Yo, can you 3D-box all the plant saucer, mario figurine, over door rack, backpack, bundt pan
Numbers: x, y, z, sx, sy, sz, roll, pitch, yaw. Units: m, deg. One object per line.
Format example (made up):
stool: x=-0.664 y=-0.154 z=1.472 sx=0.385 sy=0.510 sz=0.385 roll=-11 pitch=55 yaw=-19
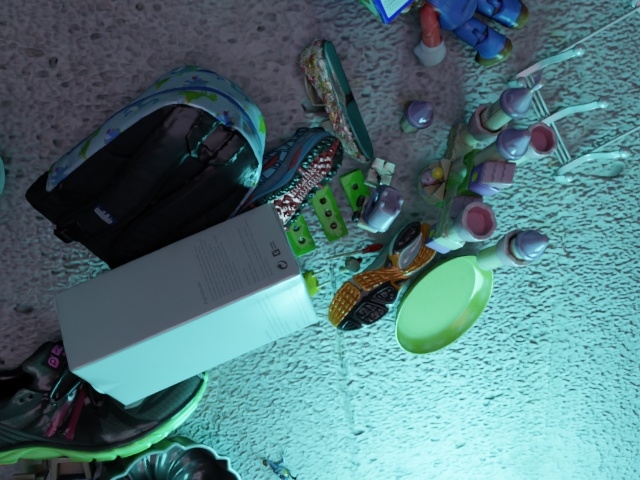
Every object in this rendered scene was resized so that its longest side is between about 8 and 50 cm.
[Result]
plant saucer: x=0.240 y=0.123 z=1.297 sx=0.241 sy=0.037 sz=0.241 roll=-18 pitch=130 yaw=-22
mario figurine: x=0.204 y=-0.444 z=1.160 sx=0.320 sy=0.170 sz=0.198 roll=23 pitch=64 yaw=-24
over door rack: x=0.552 y=-0.290 z=1.238 sx=0.324 sy=0.108 sz=0.239 roll=-32 pitch=108 yaw=1
backpack: x=-0.254 y=-0.123 z=1.087 sx=0.290 sy=0.273 sz=0.355 roll=40 pitch=131 yaw=-22
bundt pan: x=-0.322 y=0.532 z=1.280 sx=0.331 sy=0.124 sz=0.331 roll=-7 pitch=102 yaw=-34

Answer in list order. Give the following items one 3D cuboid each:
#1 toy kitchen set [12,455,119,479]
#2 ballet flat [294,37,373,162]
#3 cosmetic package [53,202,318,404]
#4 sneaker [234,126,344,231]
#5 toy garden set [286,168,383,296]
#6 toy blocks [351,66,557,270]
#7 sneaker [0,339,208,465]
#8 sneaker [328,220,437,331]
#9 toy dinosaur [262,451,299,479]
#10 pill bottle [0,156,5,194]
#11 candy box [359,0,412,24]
toy kitchen set: x=-0.482 y=0.492 z=1.263 sx=0.207 sy=0.166 sz=0.122 roll=-1 pitch=105 yaw=-8
ballet flat: x=0.025 y=-0.249 z=1.195 sx=0.077 sy=0.091 sz=0.241 roll=-15 pitch=105 yaw=28
cosmetic package: x=-0.215 y=0.115 z=1.103 sx=0.385 sy=0.156 sz=0.217 roll=-21 pitch=151 yaw=-5
sneaker: x=-0.076 y=-0.103 z=1.193 sx=0.262 sy=0.125 sz=0.104 roll=-43 pitch=133 yaw=-1
toy garden set: x=0.000 y=0.000 z=1.267 sx=0.244 sy=0.049 sz=0.204 roll=-24 pitch=105 yaw=-2
toy blocks: x=0.265 y=-0.126 z=1.113 sx=0.309 sy=0.260 sz=0.288 roll=20 pitch=73 yaw=-12
sneaker: x=-0.452 y=0.286 z=1.205 sx=0.483 sy=0.185 sz=0.202 roll=-7 pitch=110 yaw=-8
sneaker: x=0.122 y=0.076 z=1.260 sx=0.262 sy=0.121 sz=0.099 roll=-42 pitch=86 yaw=-2
toy dinosaur: x=-0.089 y=0.498 z=1.391 sx=0.082 sy=0.047 sz=0.090 roll=20 pitch=113 yaw=5
pill bottle: x=-0.624 y=-0.075 z=0.987 sx=0.204 sy=0.361 sz=0.204 roll=-2 pitch=105 yaw=-8
candy box: x=0.088 y=-0.538 z=1.006 sx=0.268 sy=0.122 sz=0.317 roll=-42 pitch=63 yaw=5
